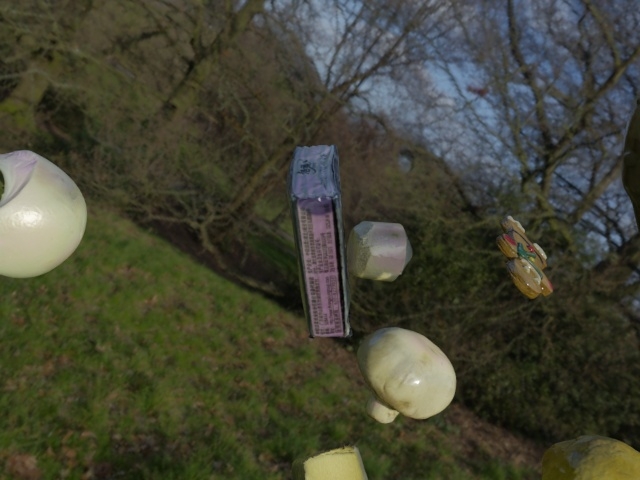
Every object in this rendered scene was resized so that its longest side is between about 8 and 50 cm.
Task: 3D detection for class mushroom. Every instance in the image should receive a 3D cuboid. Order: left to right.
[{"bbox_3d":[0.194,0.343,1.709,0.260,0.234,0.254,38,17,2],"label":"mushroom"}]

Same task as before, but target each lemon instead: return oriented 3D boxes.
[{"bbox_3d":[0.630,0.579,1.505,0.285,0.285,0.316,33,17,-33],"label":"lemon"}]

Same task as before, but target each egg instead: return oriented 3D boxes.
[{"bbox_3d":[-0.524,-0.065,1.301,0.206,0.162,0.271,36,35,-46],"label":"egg"}]

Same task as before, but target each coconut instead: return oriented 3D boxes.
[{"bbox_3d":[0.149,0.028,1.694,0.153,0.147,0.147,7,16,-11],"label":"coconut"}]

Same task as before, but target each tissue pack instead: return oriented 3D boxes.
[{"bbox_3d":[0.000,0.000,1.510,0.122,0.361,0.259,-4,31,0],"label":"tissue pack"}]

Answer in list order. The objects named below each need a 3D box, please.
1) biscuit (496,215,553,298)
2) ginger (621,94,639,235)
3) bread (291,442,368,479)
[{"bbox_3d":[0.524,0.051,1.765,0.197,0.049,0.301,45,28,-3],"label":"biscuit"},{"bbox_3d":[0.469,-0.097,0.755,0.304,0.244,0.155,-6,25,-26],"label":"ginger"},{"bbox_3d":[0.057,0.649,1.661,0.405,0.242,0.345,110,-31,-62],"label":"bread"}]
